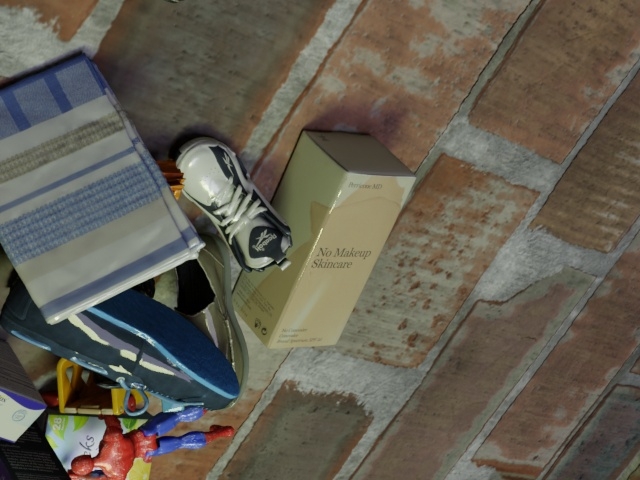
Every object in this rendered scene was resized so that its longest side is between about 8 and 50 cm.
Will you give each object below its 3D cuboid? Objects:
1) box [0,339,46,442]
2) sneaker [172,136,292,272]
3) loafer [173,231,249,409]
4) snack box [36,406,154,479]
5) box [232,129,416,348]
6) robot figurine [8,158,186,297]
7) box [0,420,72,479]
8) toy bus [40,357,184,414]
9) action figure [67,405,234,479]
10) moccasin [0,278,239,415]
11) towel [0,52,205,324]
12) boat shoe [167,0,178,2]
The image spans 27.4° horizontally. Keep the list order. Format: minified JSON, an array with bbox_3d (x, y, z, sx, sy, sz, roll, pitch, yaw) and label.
[{"bbox_3d":[-0.444,0.180,1.705,0.072,0.137,0.126,-48,141,6],"label":"box"},{"bbox_3d":[-0.106,-0.035,1.792,0.094,0.153,0.235,-38,142,-10],"label":"sneaker"},{"bbox_3d":[-0.167,0.114,1.832,0.094,0.251,0.087,-13,174,27],"label":"loafer"},{"bbox_3d":[-0.342,0.348,1.920,0.174,0.070,0.207,8,94,-30],"label":"snack box"},{"bbox_3d":[0.000,0.000,1.942,0.148,0.121,0.311,-1,125,-40],"label":"box"},{"bbox_3d":[-0.290,0.024,1.737,0.211,0.085,0.291,1,124,-35],"label":"robot figurine"},{"bbox_3d":[-0.443,0.328,1.785,0.108,0.207,0.153,18,111,-48],"label":"box"},{"bbox_3d":[-0.290,0.181,1.863,0.191,0.202,0.104,-7,99,-28],"label":"toy bus"},{"bbox_3d":[-0.265,0.278,1.869,0.280,0.139,0.091,-15,103,-52],"label":"action figure"},{"bbox_3d":[-0.260,0.133,1.706,0.342,0.137,0.117,35,110,-27],"label":"moccasin"},{"bbox_3d":[-0.291,-0.062,1.536,0.209,0.285,0.034,-28,172,-21],"label":"towel"},{"bbox_3d":[-0.277,-0.321,1.405,0.340,0.127,0.113,23,109,-48],"label":"boat shoe"}]
